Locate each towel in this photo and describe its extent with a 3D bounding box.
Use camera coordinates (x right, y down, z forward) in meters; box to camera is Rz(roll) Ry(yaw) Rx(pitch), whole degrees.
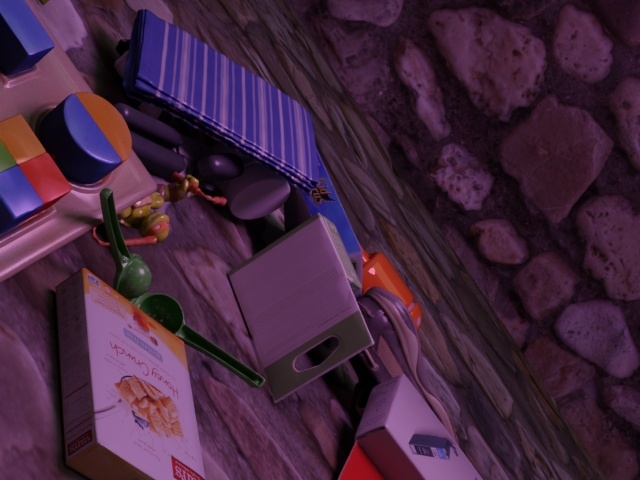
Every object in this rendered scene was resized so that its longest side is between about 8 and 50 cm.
[{"bbox_3d":[-0.149,-0.214,1.787,0.336,0.040,0.243,30,30,-24],"label":"towel"}]

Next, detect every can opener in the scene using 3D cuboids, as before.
[{"bbox_3d":[-0.204,-0.136,1.681,0.283,0.095,0.075,23,57,-65],"label":"can opener"}]

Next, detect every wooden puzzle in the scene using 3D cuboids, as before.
[{"bbox_3d":[-0.330,-0.145,1.202,0.322,0.080,0.348,55,29,-4],"label":"wooden puzzle"}]

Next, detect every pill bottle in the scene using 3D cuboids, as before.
[{"bbox_3d":[-0.136,-0.154,1.890,0.131,0.131,0.229,34,27,-56],"label":"pill bottle"}]

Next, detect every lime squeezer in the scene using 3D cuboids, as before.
[{"bbox_3d":[-0.189,0.065,1.315,0.110,0.059,0.310,13,-36,53],"label":"lime squeezer"}]

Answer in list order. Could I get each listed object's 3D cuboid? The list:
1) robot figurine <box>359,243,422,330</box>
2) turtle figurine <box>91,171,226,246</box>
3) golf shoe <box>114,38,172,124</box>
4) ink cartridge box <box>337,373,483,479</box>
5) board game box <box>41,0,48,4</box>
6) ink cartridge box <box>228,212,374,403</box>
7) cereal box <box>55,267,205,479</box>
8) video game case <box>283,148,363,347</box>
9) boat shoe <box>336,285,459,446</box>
[{"bbox_3d":[0.099,0.109,2.104,0.128,0.158,0.219,-39,97,-34],"label":"robot figurine"},{"bbox_3d":[-0.245,-0.071,1.435,0.217,0.087,0.269,49,31,10],"label":"turtle figurine"},{"bbox_3d":[-0.274,-0.235,1.771,0.094,0.077,0.198,20,34,-30],"label":"golf shoe"},{"bbox_3d":[0.152,0.384,1.684,0.296,0.066,0.261,53,30,-15],"label":"ink cartridge box"},{"bbox_3d":[-0.417,-0.441,1.665,0.181,0.092,0.043,52,15,-19],"label":"board game box"},{"bbox_3d":[-0.021,0.099,1.643,0.056,0.171,0.235,37,25,-54],"label":"ink cartridge box"},{"bbox_3d":[-0.194,0.161,1.193,0.173,0.047,0.240,44,19,-41],"label":"cereal box"},{"bbox_3d":[0.000,0.000,1.923,0.244,0.061,0.269,90,-18,-52],"label":"video game case"},{"bbox_3d":[0.110,0.251,1.848,0.355,0.130,0.132,68,-16,-9],"label":"boat shoe"}]
